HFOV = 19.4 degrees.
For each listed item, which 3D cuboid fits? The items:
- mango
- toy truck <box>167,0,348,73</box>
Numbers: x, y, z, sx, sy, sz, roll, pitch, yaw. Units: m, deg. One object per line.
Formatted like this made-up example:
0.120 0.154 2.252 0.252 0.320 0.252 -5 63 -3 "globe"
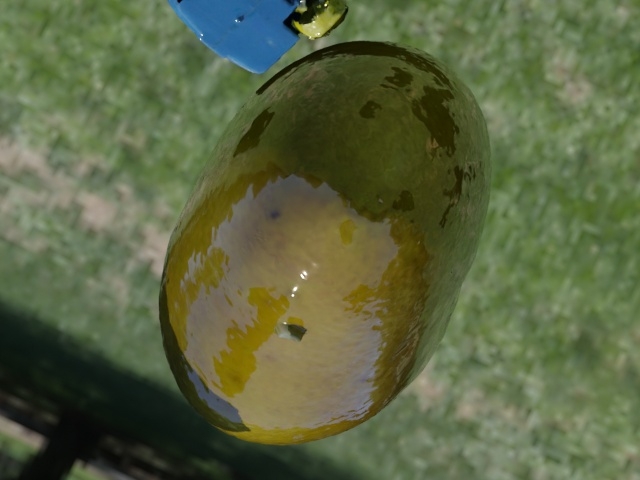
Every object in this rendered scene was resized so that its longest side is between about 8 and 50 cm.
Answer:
0.000 0.000 1.343 0.220 0.301 0.445 31 172 5 "mango"
0.010 -0.346 1.828 0.161 0.385 0.162 37 -168 -34 "toy truck"
